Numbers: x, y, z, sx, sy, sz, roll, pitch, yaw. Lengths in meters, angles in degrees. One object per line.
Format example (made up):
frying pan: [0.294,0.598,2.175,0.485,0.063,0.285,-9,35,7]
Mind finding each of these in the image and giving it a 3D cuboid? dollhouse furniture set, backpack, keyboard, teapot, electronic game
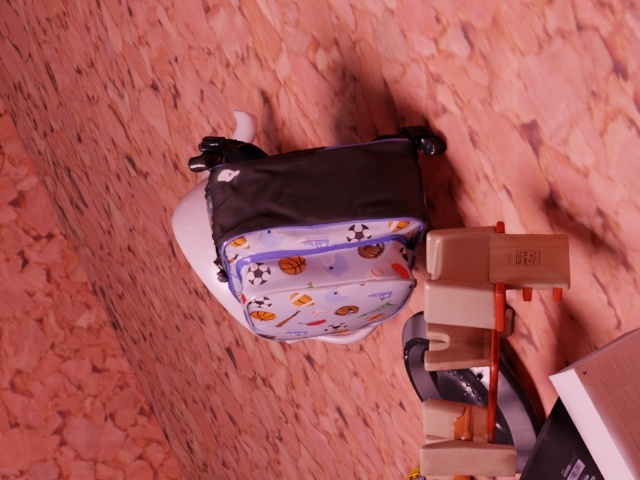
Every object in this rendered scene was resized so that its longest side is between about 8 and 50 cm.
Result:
dollhouse furniture set: [0.172,0.111,1.369,0.262,0.135,0.259,-82,-9,-46]
backpack: [0.000,0.000,1.560,0.263,0.276,0.213,90,177,-77]
keyboard: [0.308,0.271,1.462,0.201,0.033,0.317,51,157,24]
teapot: [-0.055,-0.002,1.791,0.256,0.187,0.252,46,-170,-33]
electronic game: [0.178,0.181,1.630,0.229,0.048,0.229,43,155,26]

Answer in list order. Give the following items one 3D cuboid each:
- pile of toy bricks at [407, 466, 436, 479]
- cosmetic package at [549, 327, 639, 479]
pile of toy bricks: [0.174,0.343,1.784,0.212,0.118,0.105,62,-161,-24]
cosmetic package: [0.318,0.208,1.284,0.239,0.099,0.060,62,158,4]
